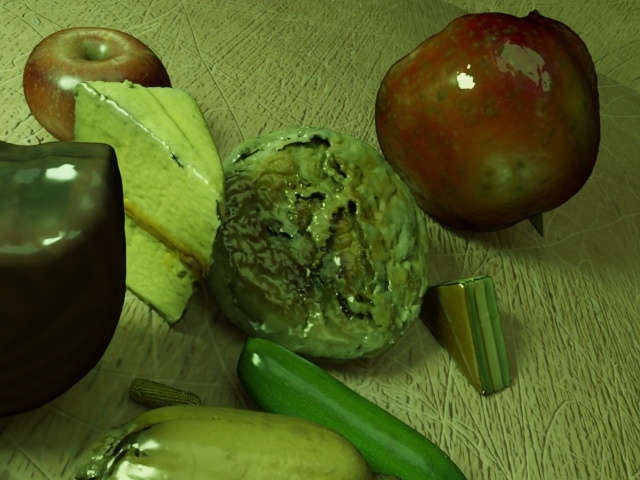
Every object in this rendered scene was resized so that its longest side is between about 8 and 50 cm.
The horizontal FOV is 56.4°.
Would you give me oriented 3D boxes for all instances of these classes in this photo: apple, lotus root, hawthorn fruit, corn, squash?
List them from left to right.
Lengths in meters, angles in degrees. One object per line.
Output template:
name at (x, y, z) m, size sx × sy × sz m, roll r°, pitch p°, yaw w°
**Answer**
apple at (-0.315, -0.207, 0.860) m, size 0.201 × 0.162 × 0.201 m, roll 8°, pitch 46°, yaw -8°
corn at (-0.161, 0.168, 0.629) m, size 0.083 × 0.028 × 0.027 m, roll 20°, pitch 23°, yaw -4°
lotus root at (-0.061, 0.228, 0.538) m, size 0.304 × 0.131 × 0.146 m, roll 16°, pitch 63°, yaw -14°
squash at (0.029, 0.206, 0.655) m, size 0.293 × 0.082 × 0.082 m, roll 32°, pitch 38°, yaw 7°
hawthorn fruit at (0.307, -0.185, 1.060) m, size 0.403 × 0.402 × 0.402 m, roll 17°, pitch 40°, yaw -14°

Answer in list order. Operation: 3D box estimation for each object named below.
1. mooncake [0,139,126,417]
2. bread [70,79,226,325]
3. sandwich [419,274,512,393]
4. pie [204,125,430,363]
mooncake at (-0.313, 0.023, 0.479) m, size 0.326 × 0.334 × 0.174 m, roll 49°, pitch 18°, yaw -47°
bread at (-0.196, -0.025, 0.650) m, size 0.136 × 0.240 × 0.178 m, roll -2°, pitch 47°, yaw -32°
sandwich at (0.205, 0.141, 0.888) m, size 0.079 × 0.113 × 0.163 m, roll -9°, pitch 86°, yaw -38°
pie at (0.000, 0.000, 0.785) m, size 0.339 × 0.077 × 0.338 m, roll 6°, pitch 73°, yaw -20°
